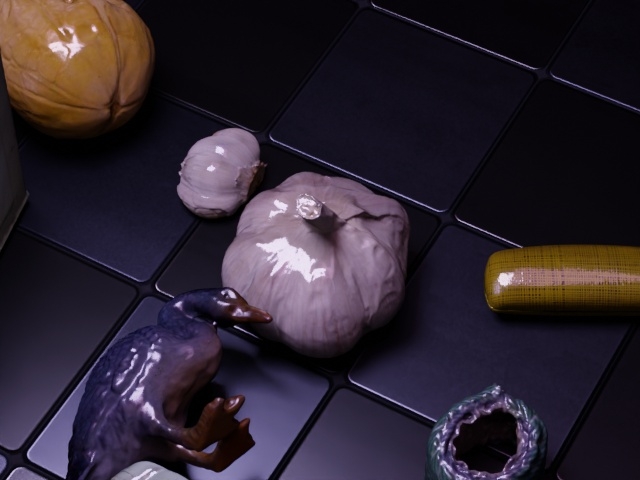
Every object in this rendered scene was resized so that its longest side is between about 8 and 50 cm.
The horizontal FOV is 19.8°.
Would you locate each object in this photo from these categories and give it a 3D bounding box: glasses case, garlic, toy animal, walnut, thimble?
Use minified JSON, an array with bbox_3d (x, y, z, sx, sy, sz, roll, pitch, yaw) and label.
[{"bbox_3d":[0.297,0.044,2.019,0.234,0.064,0.079,0,61,2],"label":"glasses case"},{"bbox_3d":[0.000,0.000,1.974,0.218,0.212,0.218,-1,60,1],"label":"garlic"},{"bbox_3d":[-0.165,0.175,1.899,0.185,0.122,0.298,36,79,33],"label":"toy animal"},{"bbox_3d":[-0.119,-0.081,2.122,0.094,0.074,0.113,23,73,7],"label":"garlic"},{"bbox_3d":[-0.298,-0.225,2.171,0.193,0.193,0.225,-23,53,-14],"label":"walnut"},{"bbox_3d":[0.170,0.226,1.874,0.118,0.090,0.135,36,60,22],"label":"thimble"}]

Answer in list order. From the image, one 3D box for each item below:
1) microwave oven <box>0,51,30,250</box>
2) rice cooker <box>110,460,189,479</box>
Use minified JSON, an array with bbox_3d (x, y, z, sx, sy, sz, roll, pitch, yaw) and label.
[{"bbox_3d":[-0.509,-0.020,1.932,0.247,0.333,0.394,15,55,9],"label":"microwave oven"},{"bbox_3d":[-0.151,0.369,1.667,0.277,0.288,0.288,-38,61,-21],"label":"rice cooker"}]
